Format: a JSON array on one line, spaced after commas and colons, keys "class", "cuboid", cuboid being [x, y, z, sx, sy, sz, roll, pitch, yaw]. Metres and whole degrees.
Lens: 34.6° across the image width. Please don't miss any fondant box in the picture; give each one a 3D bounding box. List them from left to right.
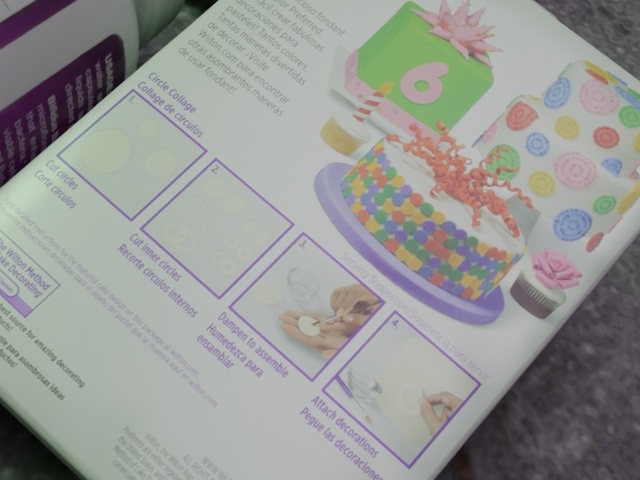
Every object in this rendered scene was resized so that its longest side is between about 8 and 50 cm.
[{"class": "fondant box", "cuboid": [0.000, 0.000, 0.522, 0.238, 0.096, 0.330, 40, 72, 12]}]

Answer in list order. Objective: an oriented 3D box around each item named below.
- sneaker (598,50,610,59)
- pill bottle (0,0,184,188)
[{"class": "sneaker", "cuboid": [0.063, -0.078, 0.693, 0.151, 0.094, 0.256, 35, 56, 29]}, {"class": "pill bottle", "cuboid": [-0.204, -0.099, 0.542, 0.169, 0.169, 0.301, 34, 48, 7]}]
